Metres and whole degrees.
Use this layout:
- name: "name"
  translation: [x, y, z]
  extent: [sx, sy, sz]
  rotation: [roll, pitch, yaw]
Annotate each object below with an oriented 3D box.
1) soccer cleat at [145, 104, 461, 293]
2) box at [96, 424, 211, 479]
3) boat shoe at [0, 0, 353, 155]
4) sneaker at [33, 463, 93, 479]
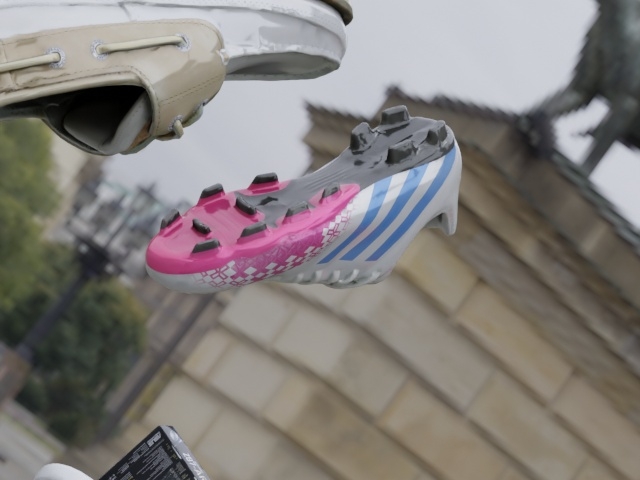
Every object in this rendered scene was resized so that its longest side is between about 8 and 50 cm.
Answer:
- name: "soccer cleat"
  translation: [0.000, 0.000, 1.575]
  extent: [0.116, 0.331, 0.143]
  rotation: [28, -45, 47]
- name: "box"
  translation: [-0.107, 0.166, 1.105]
  extent: [0.067, 0.083, 0.018]
  rotation: [51, 13, 19]
- name: "boat shoe"
  translation: [-0.109, -0.095, 0.932]
  extent: [0.302, 0.103, 0.113]
  rotation: [-1, -12, -36]
- name: "sneaker"
  translation: [-0.234, 0.314, 1.402]
  extent: [0.104, 0.147, 0.296]
  rotation: [26, -41, 15]
